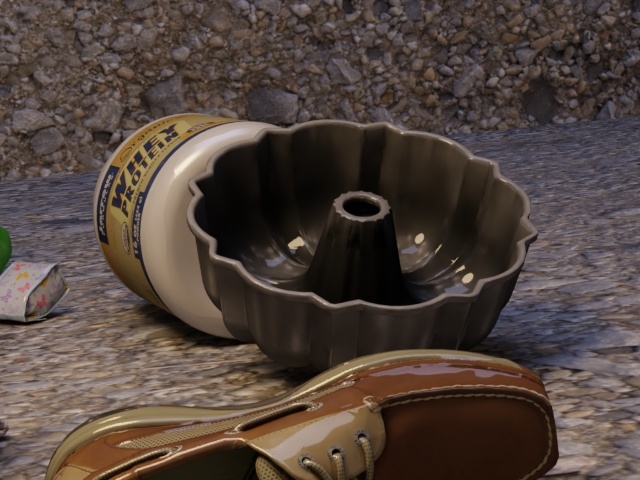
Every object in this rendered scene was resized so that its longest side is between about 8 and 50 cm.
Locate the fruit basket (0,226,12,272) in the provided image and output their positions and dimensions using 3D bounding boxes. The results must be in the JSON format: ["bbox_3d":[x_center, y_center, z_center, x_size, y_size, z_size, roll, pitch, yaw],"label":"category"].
[{"bbox_3d":[-0.573,-0.037,2.062,0.392,0.392,0.283,-2,29,13],"label":"fruit basket"}]

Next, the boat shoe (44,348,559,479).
[{"bbox_3d":[-0.013,0.154,0.989,0.324,0.122,0.120,-12,14,2],"label":"boat shoe"}]

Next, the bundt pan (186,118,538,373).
[{"bbox_3d":[0.035,0.016,1.529,0.331,0.124,0.331,3,34,-2],"label":"bundt pan"}]

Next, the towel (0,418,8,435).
[{"bbox_3d":[-0.379,0.161,1.365,0.197,0.029,0.144,-9,11,-31],"label":"towel"}]

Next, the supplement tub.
[{"bbox_3d":[-0.123,-0.024,1.784,0.228,0.228,0.316,-8,9,-21],"label":"supplement tub"}]

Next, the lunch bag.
[{"bbox_3d":[-0.348,0.066,1.887,0.071,0.053,0.083,2,36,32],"label":"lunch bag"}]
